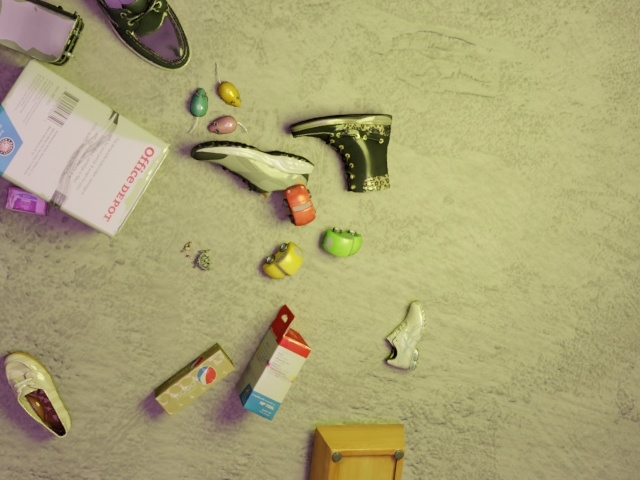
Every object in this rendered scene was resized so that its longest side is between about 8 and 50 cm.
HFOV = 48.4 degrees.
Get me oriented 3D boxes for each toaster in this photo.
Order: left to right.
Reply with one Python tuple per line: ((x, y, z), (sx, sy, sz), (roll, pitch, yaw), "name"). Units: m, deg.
((-0.558, -0.413, 1.368), (0.186, 0.168, 0.110), (20, 95, -18), "toaster")

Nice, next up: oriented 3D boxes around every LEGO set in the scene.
((-0.271, 0.040, 1.596), (0.083, 0.023, 0.054), (23, 93, -17), "LEGO set")

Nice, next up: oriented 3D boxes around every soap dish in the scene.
((0.089, 0.596, 1.736), (0.229, 0.118, 0.290), (4, 99, -15), "soap dish")

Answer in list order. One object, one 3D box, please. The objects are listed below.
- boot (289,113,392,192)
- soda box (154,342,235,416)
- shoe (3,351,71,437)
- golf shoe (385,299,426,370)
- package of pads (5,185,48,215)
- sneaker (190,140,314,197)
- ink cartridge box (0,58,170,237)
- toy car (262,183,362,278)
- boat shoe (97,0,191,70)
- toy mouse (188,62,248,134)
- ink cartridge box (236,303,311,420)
((0.053, -0.193, 1.611), (0.236, 0.085, 0.178), (-7, 103, -14), "boot")
((-0.287, 0.316, 1.621), (0.181, 0.058, 0.061), (-37, 106, -7), "soda box")
((-0.608, 0.335, 1.539), (0.076, 0.058, 0.219), (-32, 106, -8), "shoe")
((0.206, 0.229, 1.734), (0.086, 0.069, 0.176), (7, 96, -10), "golf shoe")
((-0.607, -0.082, 1.482), (0.083, 0.032, 0.050), (10, 93, -17), "package of pads")
((-0.150, -0.155, 1.558), (0.271, 0.100, 0.108), (12, 101, -17), "sneaker")
((-0.496, -0.176, 1.431), (0.307, 0.129, 0.223), (32, 82, -18), "ink cartridge box")
((0.000, 0.000, 1.623), (0.225, 0.053, 0.239), (8, 115, -25), "toy car")
((-0.382, -0.489, 1.430), (0.127, 0.113, 0.340), (-35, 106, -7), "boat shoe")
((-0.231, -0.278, 1.548), (0.143, 0.031, 0.161), (-38, 106, -6), "toy mouse")
((-0.098, 0.273, 1.623), (0.078, 0.134, 0.231), (30, 92, -17), "ink cartridge box")
